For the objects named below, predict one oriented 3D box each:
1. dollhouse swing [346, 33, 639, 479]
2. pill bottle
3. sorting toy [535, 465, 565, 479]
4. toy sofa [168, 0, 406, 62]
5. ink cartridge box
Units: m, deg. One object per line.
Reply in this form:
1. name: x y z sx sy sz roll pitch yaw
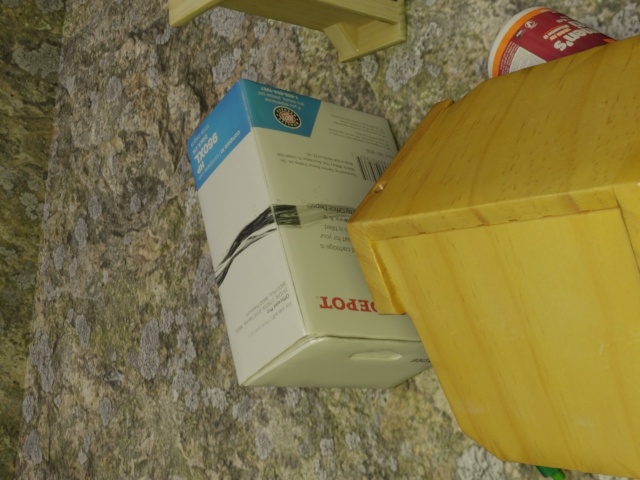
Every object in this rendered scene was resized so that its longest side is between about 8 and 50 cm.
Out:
1. dollhouse swing: 0.263 0.020 0.872 0.347 0.305 0.315 -9 36 50
2. pill bottle: 0.309 -0.183 0.995 0.221 0.121 0.121 46 117 43
3. sorting toy: 0.348 0.175 0.924 0.126 0.127 0.365 52 129 6
4. toy sofa: -0.044 -0.392 1.265 0.150 0.363 0.177 -9 81 49
5. ink cartridge box: 0.000 0.000 1.193 0.166 0.286 0.394 -40 54 39
